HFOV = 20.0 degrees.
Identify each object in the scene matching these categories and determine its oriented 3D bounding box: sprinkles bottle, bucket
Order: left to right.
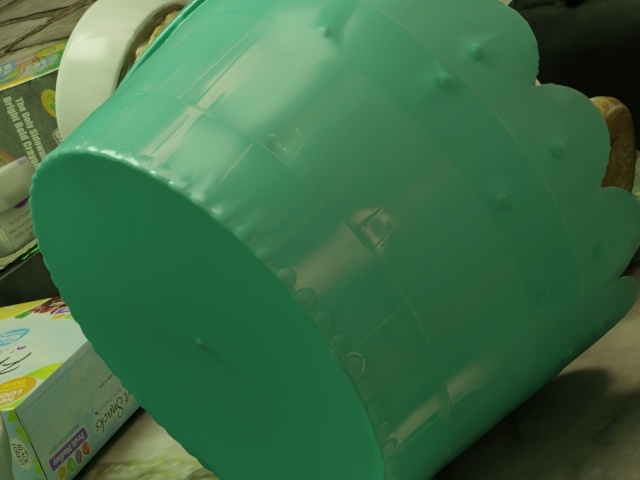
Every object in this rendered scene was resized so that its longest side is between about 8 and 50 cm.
[{"bbox_3d":[0.000,0.000,0.914,0.183,0.281,0.281,-41,25,-27],"label":"bucket"},{"bbox_3d":[0.011,-0.065,1.123,0.355,0.121,0.121,15,34,25],"label":"sprinkles bottle"}]

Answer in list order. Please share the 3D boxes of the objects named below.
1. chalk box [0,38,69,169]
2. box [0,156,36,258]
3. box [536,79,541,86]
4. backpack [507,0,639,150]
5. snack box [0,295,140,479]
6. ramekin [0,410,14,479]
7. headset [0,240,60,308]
[{"bbox_3d":[-0.265,-0.106,1.746,0.213,0.132,0.132,-20,18,4],"label":"chalk box"},{"bbox_3d":[-0.349,0.005,1.553,0.324,0.063,0.067,-17,17,44],"label":"box"},{"bbox_3d":[0.196,-0.112,1.372,0.105,0.043,0.179,-20,19,7],"label":"box"},{"bbox_3d":[0.345,-0.193,1.153,0.355,0.273,0.290,-53,26,-19],"label":"backpack"},{"bbox_3d":[-0.219,0.105,1.178,0.207,0.070,0.174,-12,20,31],"label":"snack box"},{"bbox_3d":[-0.252,0.195,0.849,0.277,0.135,0.277,-19,17,6],"label":"ramekin"},{"bbox_3d":[-0.074,-0.035,1.354,0.394,0.185,0.243,-37,6,4],"label":"headset"}]
